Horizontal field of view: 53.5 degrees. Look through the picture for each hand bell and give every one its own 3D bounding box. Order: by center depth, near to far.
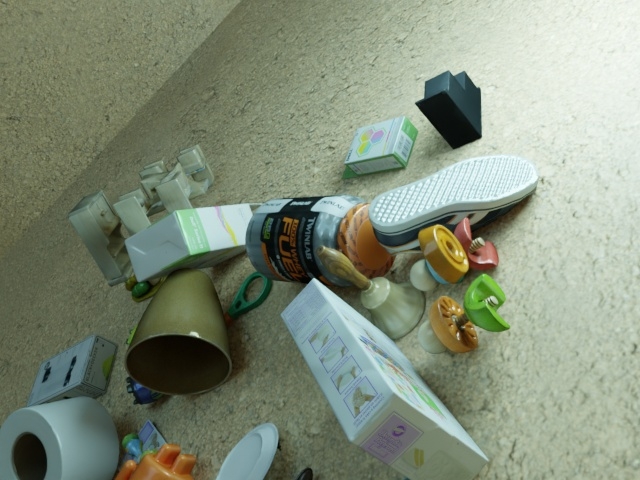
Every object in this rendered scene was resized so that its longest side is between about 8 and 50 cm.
[{"bbox_3d":[0.074,0.076,1.173,0.126,0.242,0.126,-29,41,29],"label":"hand bell"}]

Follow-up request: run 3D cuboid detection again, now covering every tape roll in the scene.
[{"bbox_3d":[-0.635,0.513,1.537,0.246,0.169,0.246,-1,87,29],"label":"tape roll"}]

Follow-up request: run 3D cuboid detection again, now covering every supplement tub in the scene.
[{"bbox_3d":[0.000,0.000,1.364,0.316,0.193,0.193,0,59,48],"label":"supplement tub"}]

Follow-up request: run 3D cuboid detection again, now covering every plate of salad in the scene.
[{"bbox_3d":[-0.143,0.450,1.241,0.200,0.048,0.200,-43,17,17],"label":"plate of salad"}]

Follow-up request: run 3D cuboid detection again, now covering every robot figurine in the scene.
[{"bbox_3d":[-0.352,0.536,1.329,0.219,0.158,0.128,-60,20,-12],"label":"robot figurine"}]

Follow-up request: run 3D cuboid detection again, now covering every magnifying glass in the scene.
[{"bbox_3d":[-0.209,0.169,1.586,0.231,0.026,0.092,-48,40,8],"label":"magnifying glass"}]

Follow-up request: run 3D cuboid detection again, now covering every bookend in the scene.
[{"bbox_3d":[0.278,-0.309,1.366,0.072,0.157,0.156,-20,46,35],"label":"bookend"}]

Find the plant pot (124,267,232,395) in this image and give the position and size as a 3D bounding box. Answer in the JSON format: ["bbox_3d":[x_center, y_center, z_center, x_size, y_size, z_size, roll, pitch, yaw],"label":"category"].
[{"bbox_3d":[-0.326,0.196,1.511,0.237,0.237,0.254,-33,38,24],"label":"plant pot"}]

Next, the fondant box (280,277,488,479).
[{"bbox_3d":[0.088,0.225,1.009,0.096,0.238,0.330,-47,31,4],"label":"fondant box"}]

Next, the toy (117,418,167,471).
[{"bbox_3d":[-0.410,0.522,1.468,0.137,0.056,0.237,-56,36,-6],"label":"toy"}]

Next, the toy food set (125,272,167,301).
[{"bbox_3d":[-0.534,0.106,1.958,0.218,0.071,0.128,-24,43,32],"label":"toy food set"}]

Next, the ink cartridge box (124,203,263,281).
[{"bbox_3d":[-0.301,-0.001,1.664,0.207,0.353,0.119,-25,83,32],"label":"ink cartridge box"}]

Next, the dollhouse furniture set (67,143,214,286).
[{"bbox_3d":[-0.509,-0.066,1.931,0.394,0.256,0.362,-21,23,7],"label":"dollhouse furniture set"}]

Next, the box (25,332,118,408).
[{"bbox_3d":[-0.747,0.411,1.907,0.290,0.087,0.169,-28,41,29],"label":"box"}]

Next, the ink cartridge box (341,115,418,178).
[{"bbox_3d":[0.125,-0.220,1.535,0.209,0.062,0.109,-6,56,46],"label":"ink cartridge box"}]

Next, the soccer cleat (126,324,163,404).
[{"bbox_3d":[-0.447,0.319,1.686,0.121,0.093,0.289,-18,33,-6],"label":"soccer cleat"}]

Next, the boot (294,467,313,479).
[{"bbox_3d":[-0.010,0.464,1.096,0.114,0.037,0.106,13,82,55],"label":"boot"}]

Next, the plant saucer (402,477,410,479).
[{"bbox_3d":[0.169,0.382,0.993,0.192,0.018,0.067,-46,36,5],"label":"plant saucer"}]

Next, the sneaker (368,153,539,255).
[{"bbox_3d":[0.255,-0.063,1.218,0.321,0.127,0.126,-16,49,5],"label":"sneaker"}]

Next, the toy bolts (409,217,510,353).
[{"bbox_3d":[0.202,0.065,1.102,0.158,0.218,0.228,-36,20,30],"label":"toy bolts"}]
